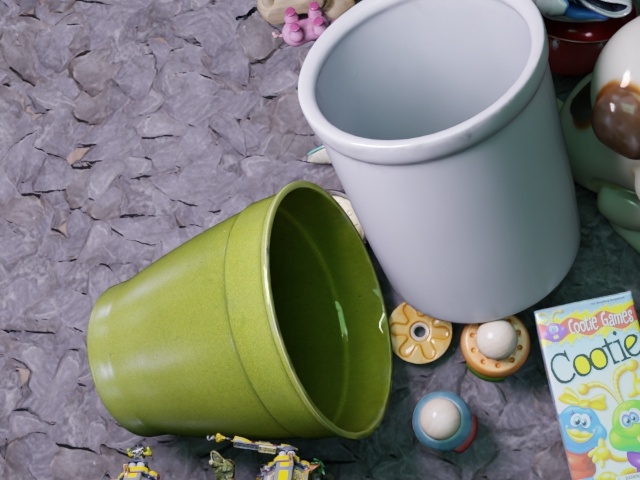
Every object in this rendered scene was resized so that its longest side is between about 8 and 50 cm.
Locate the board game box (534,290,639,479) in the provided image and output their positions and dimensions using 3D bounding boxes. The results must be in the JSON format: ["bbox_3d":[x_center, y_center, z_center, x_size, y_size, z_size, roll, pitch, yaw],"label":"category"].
[{"bbox_3d":[0.409,0.229,1.655,0.142,0.144,0.275,-13,77,9],"label":"board game box"}]

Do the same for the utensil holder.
[{"bbox_3d":[0.180,-0.116,1.591,0.327,0.385,0.328,-12,47,13],"label":"utensil holder"}]

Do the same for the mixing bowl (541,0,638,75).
[{"bbox_3d":[0.392,-0.320,1.779,0.181,0.098,0.181,0,44,0],"label":"mixing bowl"}]

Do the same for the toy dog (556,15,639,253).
[{"bbox_3d":[0.479,-0.186,1.596,0.395,0.408,0.285,38,86,13],"label":"toy dog"}]

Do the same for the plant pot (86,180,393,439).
[{"bbox_3d":[-0.133,0.136,1.660,0.352,0.366,0.367,-16,76,24],"label":"plant pot"}]

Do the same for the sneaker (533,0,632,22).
[{"bbox_3d":[0.440,-0.416,1.733,0.322,0.130,0.236,-12,54,-18],"label":"sneaker"}]

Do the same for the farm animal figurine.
[{"bbox_3d":[0.086,-0.369,1.827,0.330,0.172,0.327,37,74,21],"label":"farm animal figurine"}]

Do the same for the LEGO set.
[{"bbox_3d":[-0.130,0.359,1.646,0.331,0.255,0.192,-13,36,16],"label":"LEGO set"}]

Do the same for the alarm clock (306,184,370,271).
[{"bbox_3d":[0.000,0.000,1.806,0.192,0.064,0.129,-37,76,-3],"label":"alarm clock"}]

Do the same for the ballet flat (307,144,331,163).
[{"bbox_3d":[0.061,-0.152,1.834,0.168,0.057,0.052,-27,86,3],"label":"ballet flat"}]

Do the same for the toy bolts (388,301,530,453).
[{"bbox_3d":[0.182,0.191,1.691,0.218,0.158,0.229,19,82,12],"label":"toy bolts"}]
